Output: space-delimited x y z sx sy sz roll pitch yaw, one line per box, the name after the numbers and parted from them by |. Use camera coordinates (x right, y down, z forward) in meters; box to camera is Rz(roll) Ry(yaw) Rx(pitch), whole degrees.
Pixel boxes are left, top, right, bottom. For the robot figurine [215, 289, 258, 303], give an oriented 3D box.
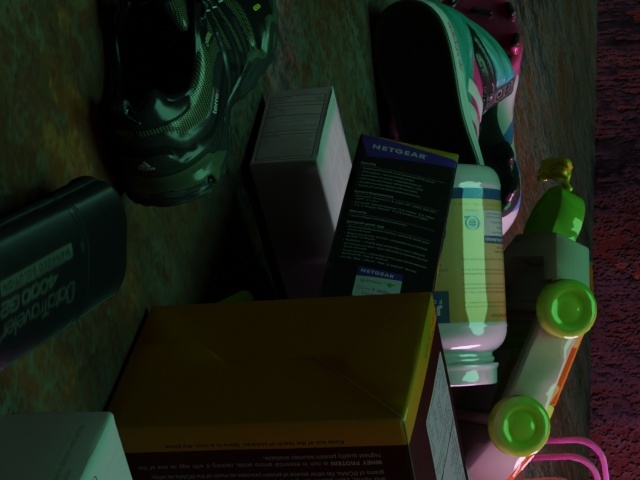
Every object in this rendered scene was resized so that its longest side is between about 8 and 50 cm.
-0.049 0.087 1.385 0.115 0.067 0.101 -65 139 -61 | robot figurine

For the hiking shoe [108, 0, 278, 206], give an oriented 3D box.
-0.083 -0.135 1.260 0.114 0.086 0.227 75 20 -50 | hiking shoe

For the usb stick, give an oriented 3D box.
-0.161 0.024 1.011 0.278 0.045 0.077 -41 133 -72 | usb stick

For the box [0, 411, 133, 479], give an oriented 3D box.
-0.146 0.143 0.926 0.101 0.102 0.087 -69 150 -55 | box

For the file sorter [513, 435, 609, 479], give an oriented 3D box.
0.191 0.328 2.000 0.291 0.202 0.182 -48 132 -70 | file sorter

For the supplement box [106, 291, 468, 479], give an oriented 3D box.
-0.014 0.152 1.257 0.129 0.191 0.194 -72 154 -54 | supplement box

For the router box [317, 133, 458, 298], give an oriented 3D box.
0.027 0.116 1.470 0.243 0.081 0.309 -75 176 -50 | router box

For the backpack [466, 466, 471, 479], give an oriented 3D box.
0.083 0.253 1.770 0.152 0.115 0.182 -42 130 -75 | backpack

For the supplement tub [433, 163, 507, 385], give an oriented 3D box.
0.098 0.034 1.809 0.144 0.144 0.200 9 78 -75 | supplement tub

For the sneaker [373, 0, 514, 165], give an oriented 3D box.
0.133 -0.111 2.045 0.178 0.123 0.295 -28 113 -64 | sneaker

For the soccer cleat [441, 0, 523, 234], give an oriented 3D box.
0.162 -0.132 2.215 0.143 0.116 0.331 108 -13 -57 | soccer cleat

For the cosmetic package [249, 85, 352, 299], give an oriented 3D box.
0.000 0.000 1.604 0.099 0.060 0.239 -76 158 -49 | cosmetic package

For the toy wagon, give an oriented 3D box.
0.193 0.085 1.928 0.344 0.068 0.267 -67 -166 -7 | toy wagon
